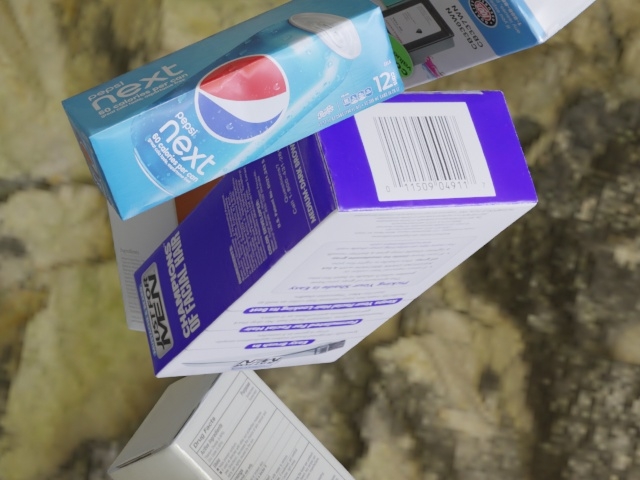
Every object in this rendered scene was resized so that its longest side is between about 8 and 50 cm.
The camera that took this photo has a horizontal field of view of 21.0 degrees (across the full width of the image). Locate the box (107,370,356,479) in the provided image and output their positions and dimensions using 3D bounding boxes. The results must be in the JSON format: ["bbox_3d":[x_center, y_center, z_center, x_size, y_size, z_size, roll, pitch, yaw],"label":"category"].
[{"bbox_3d":[-0.051,0.282,1.764,0.121,0.311,0.148,-29,-162,44],"label":"box"}]

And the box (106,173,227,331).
[{"bbox_3d":[-0.117,-0.011,1.600,0.091,0.130,0.170,7,-68,40],"label":"box"}]

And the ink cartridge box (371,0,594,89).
[{"bbox_3d":[0.121,-0.272,1.466,0.197,0.198,0.270,-42,-167,-24],"label":"ink cartridge box"}]

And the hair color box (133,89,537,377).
[{"bbox_3d":[0.000,0.000,1.392,0.339,0.185,0.110,-44,-124,51],"label":"hair color box"}]

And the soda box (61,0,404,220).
[{"bbox_3d":[-0.056,-0.095,1.136,0.071,0.210,0.067,46,-21,57],"label":"soda box"}]
